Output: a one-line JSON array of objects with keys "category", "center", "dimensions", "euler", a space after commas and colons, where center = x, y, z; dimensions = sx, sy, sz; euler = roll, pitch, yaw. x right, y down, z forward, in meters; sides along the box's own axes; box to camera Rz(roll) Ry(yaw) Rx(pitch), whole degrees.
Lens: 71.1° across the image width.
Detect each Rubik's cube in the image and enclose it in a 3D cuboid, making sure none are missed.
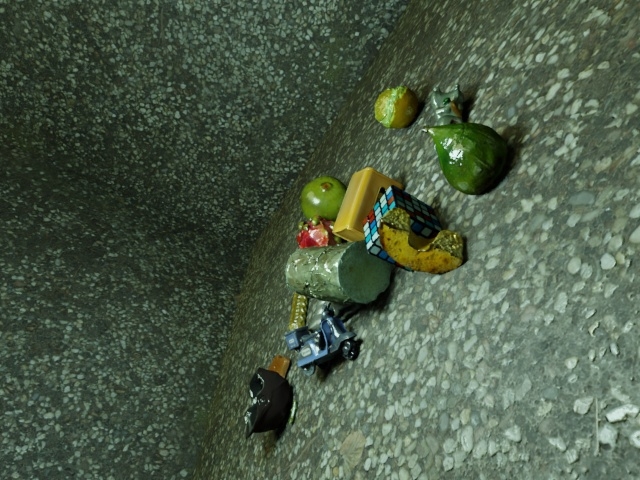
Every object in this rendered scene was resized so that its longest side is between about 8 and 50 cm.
[{"category": "Rubik's cube", "center": [0.265, -0.041, 1.483], "dimensions": [0.182, 0.184, 0.187], "euler": [-56, 20, 29]}]

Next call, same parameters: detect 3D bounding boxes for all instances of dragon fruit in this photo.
[{"category": "dragon fruit", "center": [-0.014, 0.003, 2.193], "dimensions": [0.307, 0.243, 0.228], "euler": [-35, 72, 52]}]

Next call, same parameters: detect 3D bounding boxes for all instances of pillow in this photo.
[{"category": "pillow", "center": [0.074, 0.235, 1.832], "dimensions": [0.326, 0.101, 0.228], "euler": [-45, 27, 44]}]

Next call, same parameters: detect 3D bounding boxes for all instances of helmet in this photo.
[{"category": "helmet", "center": [-0.224, 0.711, 1.946], "dimensions": [0.225, 0.176, 0.306], "euler": [124, 153, -48]}]

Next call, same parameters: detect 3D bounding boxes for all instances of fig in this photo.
[{"category": "fig", "center": [0.017, -0.186, 2.343], "dimensions": [0.326, 0.257, 0.258], "euler": [111, 175, -63]}, {"category": "fig", "center": [0.403, -0.262, 1.290], "dimensions": [0.203, 0.235, 0.203], "euler": [-55, 16, 23]}]

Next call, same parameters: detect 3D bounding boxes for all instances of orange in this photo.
[{"category": "orange", "center": [0.353, -0.596, 2.030], "dimensions": [0.180, 0.158, 0.237], "euler": [-71, 20, 3]}]

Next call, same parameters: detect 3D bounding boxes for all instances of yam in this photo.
[{"category": "yam", "center": [0.052, 0.111, 1.616], "dimensions": [0.347, 0.241, 0.241], "euler": [-5, 59, 44]}]

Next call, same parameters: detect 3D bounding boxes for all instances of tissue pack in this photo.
[{"category": "tissue pack", "center": [0.194, -0.125, 1.801], "dimensions": [0.145, 0.194, 0.275], "euler": [-21, 47, 67]}]

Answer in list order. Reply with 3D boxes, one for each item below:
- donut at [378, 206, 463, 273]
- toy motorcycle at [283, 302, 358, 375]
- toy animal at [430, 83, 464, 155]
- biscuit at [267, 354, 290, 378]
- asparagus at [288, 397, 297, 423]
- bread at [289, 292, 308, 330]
[{"category": "donut", "center": [0.281, 0.013, 1.324], "dimensions": [0.152, 0.258, 0.101], "euler": [108, -172, -53]}, {"category": "toy motorcycle", "center": [0.004, 0.379, 1.705], "dimensions": [0.358, 0.125, 0.213], "euler": [-37, 69, 44]}, {"category": "toy animal", "center": [0.457, -0.422, 1.597], "dimensions": [0.125, 0.126, 0.252], "euler": [-15, 65, 54]}, {"category": "biscuit", "center": [-0.228, 0.712, 2.182], "dimensions": [0.284, 0.043, 0.307], "euler": [-45, 28, 46]}, {"category": "asparagus", "center": [-0.112, 0.712, 1.866], "dimensions": [0.025, 0.021, 0.108], "euler": [-39, 30, 48]}, {"category": "bread", "center": [-0.104, 0.315, 2.296], "dimensions": [0.077, 0.084, 0.368], "euler": [74, -164, -45]}]
